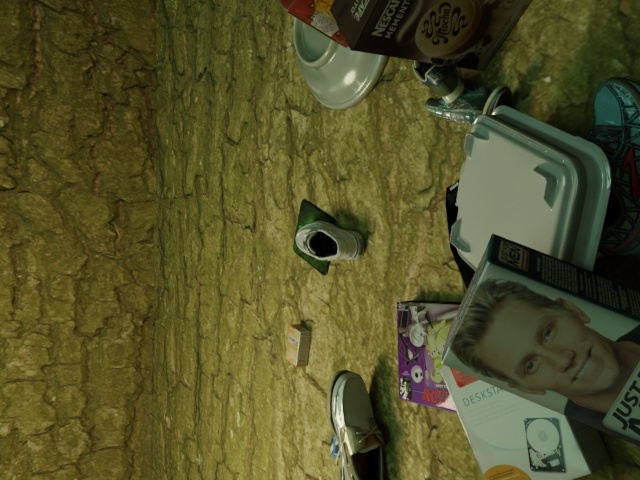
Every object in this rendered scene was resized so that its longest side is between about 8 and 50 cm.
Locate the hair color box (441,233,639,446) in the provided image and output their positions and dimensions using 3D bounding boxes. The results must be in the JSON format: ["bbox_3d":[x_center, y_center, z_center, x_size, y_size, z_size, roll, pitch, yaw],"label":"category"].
[{"bbox_3d":[0.355,0.142,0.966,0.105,0.347,0.173,-52,-18,-62],"label":"hair color box"}]

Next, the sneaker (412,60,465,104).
[{"bbox_3d":[0.211,-0.334,1.388,0.064,0.086,0.192,-43,31,19],"label":"sneaker"}]

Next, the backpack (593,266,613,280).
[{"bbox_3d":[0.387,0.104,1.126,0.098,0.101,0.120,-122,40,-56],"label":"backpack"}]

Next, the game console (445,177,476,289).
[{"bbox_3d":[0.319,-0.042,1.241,0.361,0.044,0.213,137,126,-64],"label":"game console"}]

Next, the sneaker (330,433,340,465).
[{"bbox_3d":[0.055,0.465,1.729,0.059,0.053,0.144,52,132,49],"label":"sneaker"}]

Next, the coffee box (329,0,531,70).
[{"bbox_3d":[0.189,-0.407,1.262,0.168,0.297,0.118,-58,43,42],"label":"coffee box"}]

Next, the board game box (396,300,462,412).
[{"bbox_3d":[0.265,0.221,1.383,0.347,0.056,0.208,-6,89,59],"label":"board game box"}]

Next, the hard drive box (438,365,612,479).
[{"bbox_3d":[0.323,0.277,1.176,0.181,0.089,0.232,-35,66,35],"label":"hard drive box"}]

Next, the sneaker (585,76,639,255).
[{"bbox_3d":[0.417,-0.108,1.040,0.104,0.125,0.261,164,103,-64],"label":"sneaker"}]

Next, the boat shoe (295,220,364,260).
[{"bbox_3d":[0.000,0.000,1.778,0.258,0.084,0.095,2,93,56],"label":"boat shoe"}]

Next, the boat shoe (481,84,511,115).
[{"bbox_3d":[0.314,-0.200,1.297,0.049,0.056,0.152,45,139,41],"label":"boat shoe"}]

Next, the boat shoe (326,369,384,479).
[{"bbox_3d":[0.091,0.439,1.622,0.103,0.113,0.302,0,101,58],"label":"boat shoe"}]

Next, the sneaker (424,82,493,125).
[{"bbox_3d":[0.266,-0.262,1.381,0.166,0.065,0.076,26,95,53],"label":"sneaker"}]

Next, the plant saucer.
[{"bbox_3d":[0.027,-0.515,1.730,0.400,0.101,0.400,-2,88,60],"label":"plant saucer"}]

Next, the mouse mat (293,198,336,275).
[{"bbox_3d":[-0.018,-0.010,1.896,0.190,0.007,0.152,34,119,53],"label":"mouse mat"}]

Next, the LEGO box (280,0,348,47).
[{"bbox_3d":[0.030,-0.719,1.536,0.372,0.193,0.500,-45,50,26],"label":"LEGO box"}]

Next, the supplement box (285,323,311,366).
[{"bbox_3d":[-0.059,0.278,1.934,0.062,0.036,0.098,23,109,56],"label":"supplement box"}]

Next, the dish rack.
[{"bbox_3d":[0.294,-0.041,1.118,0.333,0.072,0.285,-125,35,-62],"label":"dish rack"}]
